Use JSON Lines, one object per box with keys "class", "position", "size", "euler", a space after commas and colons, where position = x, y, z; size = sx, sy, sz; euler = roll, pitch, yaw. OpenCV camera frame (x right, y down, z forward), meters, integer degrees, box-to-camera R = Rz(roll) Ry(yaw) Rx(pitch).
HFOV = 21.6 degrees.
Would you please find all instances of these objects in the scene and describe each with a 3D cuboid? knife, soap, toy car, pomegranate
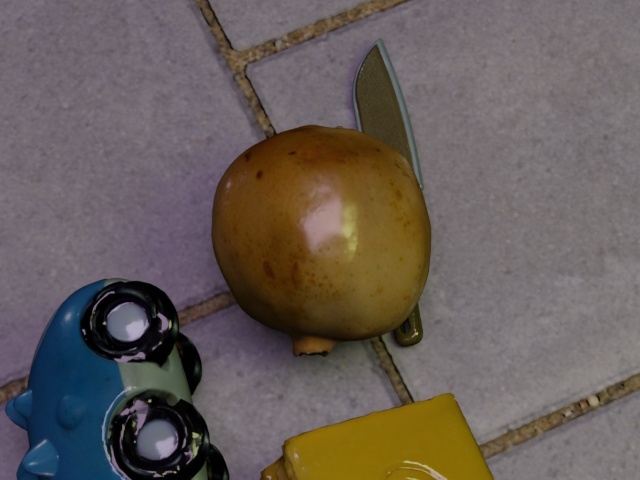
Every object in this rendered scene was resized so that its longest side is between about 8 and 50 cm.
{"class": "knife", "position": [0.079, -0.055, 1.745], "size": [0.061, 0.027, 0.343], "euler": [-18, 67, 20]}
{"class": "soap", "position": [0.092, 0.315, 1.525], "size": [0.204, 0.096, 0.324], "euler": [-14, 64, -24]}
{"class": "toy car", "position": [-0.198, 0.166, 1.565], "size": [0.190, 0.188, 0.255], "euler": [-15, 69, 0]}
{"class": "pomegranate", "position": [0.002, -0.007, 1.623], "size": [0.233, 0.233, 0.233], "euler": [1, 68, -2]}
